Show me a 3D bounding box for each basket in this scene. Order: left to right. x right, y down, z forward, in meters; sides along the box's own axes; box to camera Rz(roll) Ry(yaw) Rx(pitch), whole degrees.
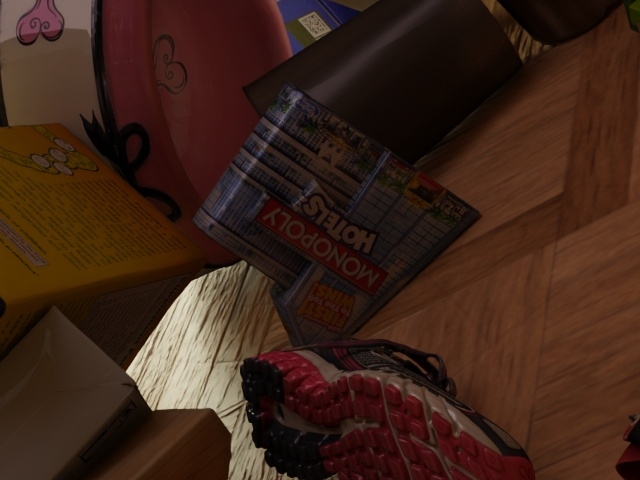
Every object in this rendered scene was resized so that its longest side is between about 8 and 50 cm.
[{"bbox_3d":[0.064,-0.146,1.675,0.227,0.154,0.204,-37,30,4],"label":"basket"}]

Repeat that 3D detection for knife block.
[{"bbox_3d":[-0.191,0.242,1.218,0.088,0.242,0.276,-8,74,54],"label":"knife block"}]

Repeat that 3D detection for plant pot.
[{"bbox_3d":[0.204,-0.283,1.660,0.167,0.165,0.167,-36,22,17],"label":"plant pot"}]

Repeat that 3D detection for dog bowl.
[{"bbox_3d":[-0.151,-0.146,1.746,0.150,0.408,0.408,-10,34,24],"label":"dog bowl"}]

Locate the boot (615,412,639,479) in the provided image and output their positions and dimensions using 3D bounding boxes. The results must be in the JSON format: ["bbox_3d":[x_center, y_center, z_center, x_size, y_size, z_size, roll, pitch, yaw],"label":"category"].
[{"bbox_3d":[0.238,0.059,1.077,0.176,0.088,0.244,-38,25,15],"label":"boot"}]

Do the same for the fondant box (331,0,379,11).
[{"bbox_3d":[0.115,-0.379,1.754,0.330,0.238,0.096,-57,48,20],"label":"fondant box"}]

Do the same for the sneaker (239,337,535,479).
[{"bbox_3d":[0.054,0.121,1.244,0.112,0.121,0.299,-18,20,-26],"label":"sneaker"}]

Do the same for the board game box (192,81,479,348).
[{"bbox_3d":[0.000,0.000,1.506,0.194,0.194,0.060,-56,20,4],"label":"board game box"}]

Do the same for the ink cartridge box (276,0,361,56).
[{"bbox_3d":[-0.026,-0.351,2.213,0.270,0.151,0.395,-15,36,49],"label":"ink cartridge box"}]

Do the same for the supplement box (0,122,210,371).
[{"bbox_3d":[-0.282,0.041,1.420,0.194,0.195,0.356,-53,-14,18],"label":"supplement box"}]

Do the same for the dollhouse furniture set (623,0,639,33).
[{"bbox_3d":[0.314,-0.186,1.485,0.076,0.058,0.151,-41,40,-16],"label":"dollhouse furniture set"}]

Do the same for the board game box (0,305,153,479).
[{"bbox_3d":[-0.228,0.197,1.395,0.224,0.097,0.303,-46,-14,-11],"label":"board game box"}]
